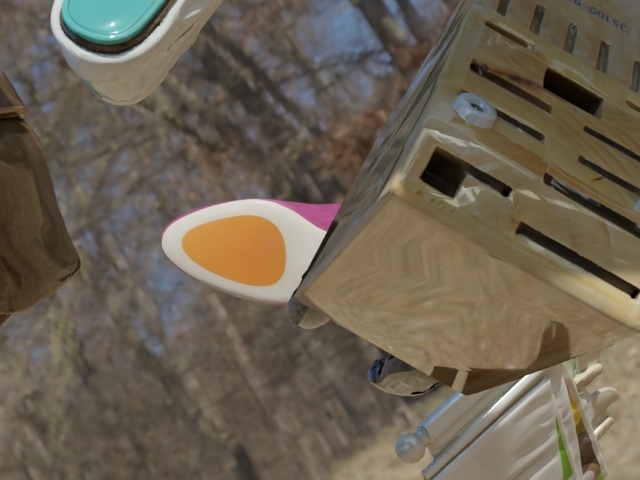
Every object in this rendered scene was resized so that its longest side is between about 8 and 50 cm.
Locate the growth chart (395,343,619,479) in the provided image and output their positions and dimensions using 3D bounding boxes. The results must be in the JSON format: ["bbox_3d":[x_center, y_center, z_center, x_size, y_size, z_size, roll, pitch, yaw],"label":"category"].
[{"bbox_3d":[0.113,0.149,0.883,0.172,0.021,0.237,-32,-48,-27],"label":"growth chart"}]

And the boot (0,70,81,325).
[{"bbox_3d":[-0.177,-0.001,0.661,0.112,0.115,0.305,-29,4,13],"label":"boot"}]

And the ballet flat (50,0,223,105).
[{"bbox_3d":[-0.099,-0.277,1.361,0.400,0.139,0.139,-54,-8,-24],"label":"ballet flat"}]

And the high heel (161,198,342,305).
[{"bbox_3d":[0.000,0.000,1.194,0.244,0.082,0.117,-3,8,-1],"label":"high heel"}]

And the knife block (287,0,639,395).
[{"bbox_3d":[0.045,0.013,0.600,0.242,0.088,0.276,-60,3,31],"label":"knife block"}]
